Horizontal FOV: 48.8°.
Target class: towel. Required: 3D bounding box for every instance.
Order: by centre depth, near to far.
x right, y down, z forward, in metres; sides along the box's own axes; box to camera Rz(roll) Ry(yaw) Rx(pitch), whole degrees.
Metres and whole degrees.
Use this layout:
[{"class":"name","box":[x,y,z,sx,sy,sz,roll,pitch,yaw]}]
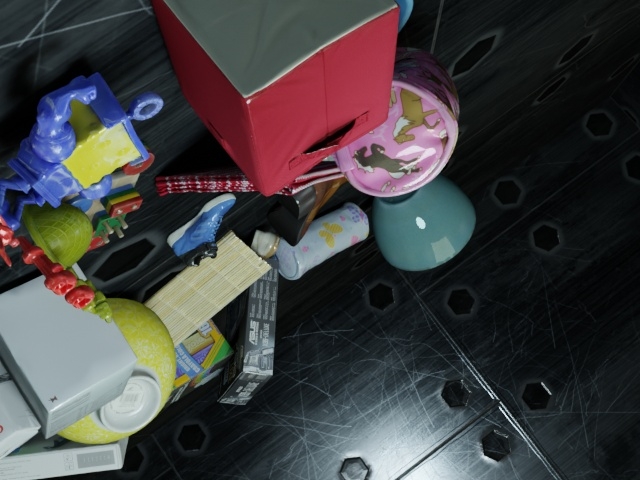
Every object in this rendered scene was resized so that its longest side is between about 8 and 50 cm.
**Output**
[{"class":"towel","box":[-0.089,-0.096,1.066,0.275,0.031,0.199,3,-166,35]}]

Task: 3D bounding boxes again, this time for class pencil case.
[{"class":"pencil case","box":[0.112,-0.189,1.037,0.167,0.160,0.386,-54,-174,21]},{"class":"pencil case","box":[0.000,0.000,1.829,0.273,0.113,0.124,-29,175,-31]}]

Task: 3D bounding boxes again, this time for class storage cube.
[{"class":"storage cube","box":[-0.048,-0.201,0.757,0.184,0.215,0.193,-34,161,-12]}]

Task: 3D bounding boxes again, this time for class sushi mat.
[{"class":"sushi mat","box":[-0.267,0.117,1.553,0.316,0.019,0.151,-39,133,8]}]

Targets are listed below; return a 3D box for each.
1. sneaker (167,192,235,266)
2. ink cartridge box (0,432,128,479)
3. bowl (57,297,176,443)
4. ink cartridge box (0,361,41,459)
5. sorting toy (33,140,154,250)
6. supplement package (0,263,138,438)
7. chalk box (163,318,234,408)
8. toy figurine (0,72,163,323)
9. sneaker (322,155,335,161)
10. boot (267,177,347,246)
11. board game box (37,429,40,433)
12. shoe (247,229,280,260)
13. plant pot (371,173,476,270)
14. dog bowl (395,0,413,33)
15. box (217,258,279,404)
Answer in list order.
[{"class":"sneaker","box":[-0.200,-0.013,1.293,0.152,0.084,0.058,-38,167,3]},{"class":"ink cartridge box","box":[-0.582,0.437,1.572,0.296,0.066,0.261,-5,-168,-8]},{"class":"bowl","box":[-0.381,0.269,1.315,0.290,0.156,0.289,-17,119,-33]},{"class":"ink cartridge box","box":[-0.537,0.245,1.056,0.140,0.190,0.082,-37,168,-5]},{"class":"sorting toy","box":[-0.324,-0.026,0.996,0.132,0.046,0.274,-25,163,-42]},{"class":"supplement package","box":[-0.413,0.176,1.117,0.149,0.194,0.203,-30,169,-31]},{"class":"chalk box","box":[-0.388,0.296,1.691,0.289,0.179,0.180,-28,165,-33]},{"class":"toy figurine","box":[-0.242,-0.066,0.771,0.217,0.191,0.362,-41,166,-11]},{"class":"sneaker","box":[0.068,-0.216,1.311,0.235,0.090,0.095,-43,176,29]},{"class":"boot","box":[0.017,-0.127,1.555,0.280,0.096,0.264,-40,162,-23]},{"class":"board game box","box":[-0.528,0.287,1.384,0.186,0.126,0.026,-34,179,-18]},{"class":"shoe","box":[-0.163,0.034,1.651,0.058,0.076,0.219,20,145,-20]},{"class":"plant pot","box":[0.255,-0.089,1.938,0.290,0.290,0.195,-38,132,2]},{"class":"dog bowl","box":[0.005,-0.263,0.975,0.297,0.074,0.166,-41,167,20]},{"class":"box","box":[-0.179,0.228,1.766,0.077,0.307,0.242,12,149,-17]}]
